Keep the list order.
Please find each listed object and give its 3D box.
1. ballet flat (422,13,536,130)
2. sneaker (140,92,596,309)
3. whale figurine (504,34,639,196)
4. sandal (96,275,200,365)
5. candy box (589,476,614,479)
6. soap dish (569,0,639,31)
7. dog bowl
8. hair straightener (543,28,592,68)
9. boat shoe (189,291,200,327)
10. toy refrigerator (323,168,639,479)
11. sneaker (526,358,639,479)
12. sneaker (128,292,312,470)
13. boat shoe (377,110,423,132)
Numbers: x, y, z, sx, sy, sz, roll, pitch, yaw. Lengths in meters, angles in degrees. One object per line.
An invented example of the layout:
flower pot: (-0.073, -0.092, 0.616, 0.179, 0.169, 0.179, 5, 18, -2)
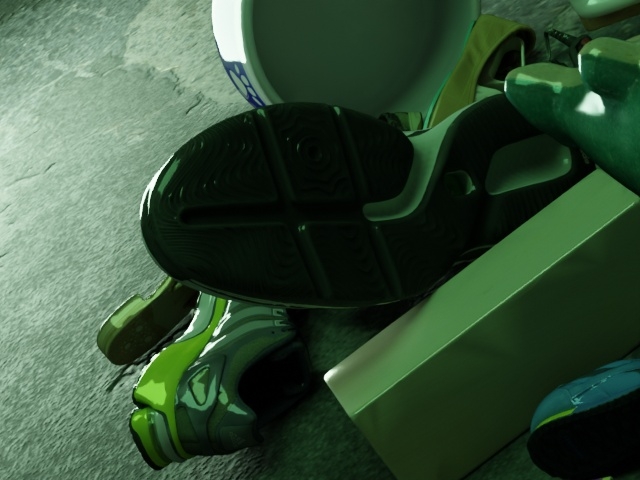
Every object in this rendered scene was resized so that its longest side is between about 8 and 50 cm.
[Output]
ballet flat: (0.159, -0.149, 1.931, 0.073, 0.080, 0.232, 8, 44, 17)
sneaker: (0.001, 0.001, 1.630, 0.447, 0.169, 0.257, -9, -14, -40)
whale figurine: (0.262, -0.081, 1.530, 0.272, 0.216, 0.141, 5, 74, 45)
sandal: (-0.112, 0.049, 1.960, 0.240, 0.088, 0.079, -45, 56, -2)
candy box: (0.116, 0.226, 1.321, 0.186, 0.053, 0.109, -18, 30, 39)
soap dish: (0.325, -0.342, 1.775, 0.290, 0.229, 0.118, -18, 13, 36)
dog bowl: (0.026, -0.234, 2.023, 0.265, 0.265, 0.104, -42, 23, -12)
hair straightener: (0.237, -0.157, 1.864, 0.089, 0.047, 0.230, -35, 24, 3)
boat shoe: (-0.070, 0.025, 1.891, 0.080, 0.073, 0.224, 123, 165, -68)
toy refrigerator: (0.144, 0.072, 1.505, 0.269, 0.102, 0.094, -38, 24, -1)
sneaker: (0.239, 0.103, 1.361, 0.209, 0.069, 0.082, -19, 25, 34)
sneaker: (-0.053, 0.094, 1.760, 0.121, 0.111, 0.300, 1, 40, 26)
boat shoe: (0.075, -0.087, 1.935, 0.049, 0.056, 0.152, 4, 20, 1)
